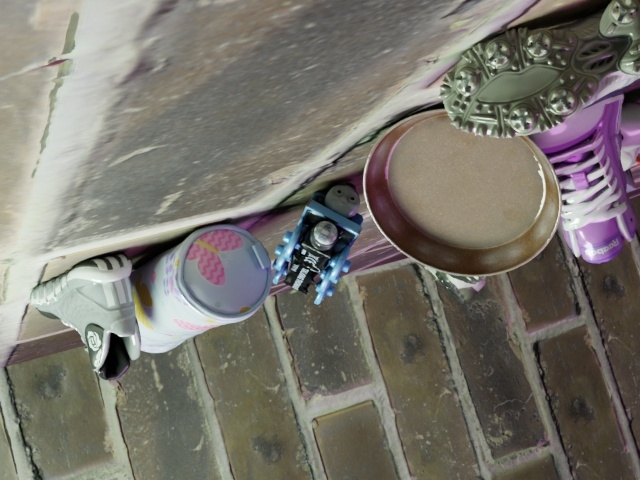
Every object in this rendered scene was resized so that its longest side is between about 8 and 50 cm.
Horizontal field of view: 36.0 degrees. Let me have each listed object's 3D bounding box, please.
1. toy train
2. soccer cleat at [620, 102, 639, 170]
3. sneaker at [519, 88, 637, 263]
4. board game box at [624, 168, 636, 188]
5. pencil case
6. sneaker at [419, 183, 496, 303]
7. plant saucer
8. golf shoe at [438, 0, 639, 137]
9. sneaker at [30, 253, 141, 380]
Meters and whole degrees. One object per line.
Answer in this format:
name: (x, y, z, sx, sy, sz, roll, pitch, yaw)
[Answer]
toy train: (0.000, 0.000, 1.090, 0.080, 0.105, 0.184, 26, 159, 0)
soccer cleat: (0.329, -0.119, 1.092, 0.076, 0.068, 0.196, -1, 173, -1)
sneaker: (0.245, -0.060, 0.900, 0.102, 0.161, 0.282, -17, 174, 21)
board game box: (0.303, -0.065, 1.493, 0.318, 0.065, 0.319, -18, 174, 20)
pencil case: (-0.159, 0.063, 1.180, 0.124, 0.113, 0.273, -8, 171, -29)
sneaker: (0.163, -0.058, 1.058, 0.182, 0.158, 0.410, -49, 171, -3)
plant saucer: (0.121, -0.044, 0.835, 0.168, 0.168, 0.029, -20, -153, 34)
golf shoe: (0.167, -0.113, 0.637, 0.176, 0.069, 0.086, -18, 180, 24)
sneaker: (-0.273, 0.103, 1.153, 0.086, 0.132, 0.229, -13, 173, -31)
